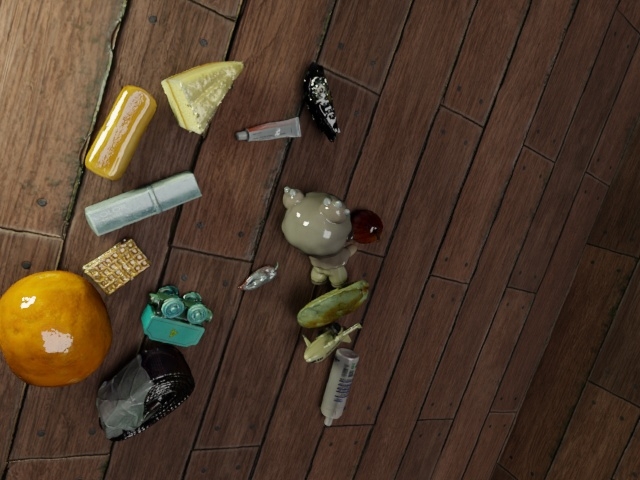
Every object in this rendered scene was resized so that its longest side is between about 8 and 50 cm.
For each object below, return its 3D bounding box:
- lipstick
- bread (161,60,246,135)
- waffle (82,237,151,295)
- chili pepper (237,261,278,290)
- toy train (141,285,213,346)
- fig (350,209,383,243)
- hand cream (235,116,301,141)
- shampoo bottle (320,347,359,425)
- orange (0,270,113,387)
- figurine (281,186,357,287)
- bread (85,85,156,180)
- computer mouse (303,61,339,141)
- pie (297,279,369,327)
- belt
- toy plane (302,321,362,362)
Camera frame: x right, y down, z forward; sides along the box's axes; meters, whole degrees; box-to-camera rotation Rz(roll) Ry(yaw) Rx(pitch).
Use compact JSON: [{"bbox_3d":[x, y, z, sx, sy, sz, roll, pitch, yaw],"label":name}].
[{"bbox_3d":[-0.469,-0.102,1.225,0.290,0.076,0.077,-26,119,-22],"label":"lipstick"},{"bbox_3d":[-0.277,-0.366,1.154,0.178,0.240,0.135,-29,119,-20],"label":"bread"},{"bbox_3d":[-0.550,0.069,1.254,0.148,0.042,0.102,-38,120,-15],"label":"waffle"},{"bbox_3d":[-0.196,0.121,1.491,0.153,0.041,0.050,-29,77,-20],"label":"chili pepper"},{"bbox_3d":[-0.424,0.223,1.350,0.198,0.107,0.154,24,100,-35],"label":"toy train"},{"bbox_3d":[0.155,-0.045,1.601,0.129,0.150,0.128,1,96,6],"label":"fig"},{"bbox_3d":[-0.153,-0.327,1.373,0.216,0.038,0.052,-17,139,-32],"label":"hand cream"},{"bbox_3d":[0.067,0.571,1.774,0.092,0.092,0.303,8,103,-33],"label":"shampoo bottle"},{"bbox_3d":[-0.630,0.209,1.106,0.226,0.284,0.283,-18,115,-19],"label":"orange"},{"bbox_3d":[0.000,0.001,1.482,0.203,0.248,0.380,-44,139,-30],"label":"figurine"},{"bbox_3d":[-0.495,-0.268,1.155,0.093,0.074,0.239,28,89,-19],"label":"bread"},{"bbox_3d":[-0.002,-0.410,1.383,0.078,0.146,0.241,-16,107,4],"label":"computer mouse"},{"bbox_3d":[0.046,0.213,1.574,0.275,0.257,0.105,-25,73,-15],"label":"pie"},{"bbox_3d":[-0.501,0.445,1.316,0.289,0.164,0.184,-38,141,-4],"label":"belt"},{"bbox_3d":[0.025,0.350,1.597,0.256,0.242,0.104,-8,69,-49],"label":"toy plane"}]
